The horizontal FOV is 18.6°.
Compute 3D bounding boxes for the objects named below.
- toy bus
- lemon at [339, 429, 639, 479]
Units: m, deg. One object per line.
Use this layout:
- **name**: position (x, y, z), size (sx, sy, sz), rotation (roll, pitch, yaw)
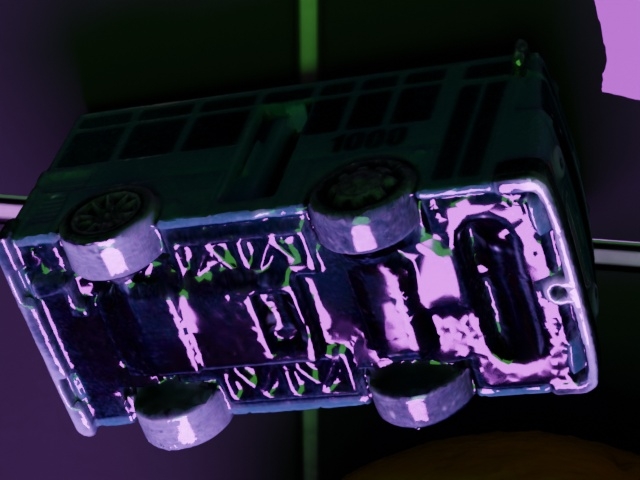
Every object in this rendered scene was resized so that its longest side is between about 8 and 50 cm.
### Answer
- **toy bus**: position (0.000, 0.000, 0.895), size (0.256, 0.147, 0.128), rotation (-7, 125, 19)
- **lemon**: position (0.102, 0.253, 0.952), size (0.348, 0.348, 0.348), rotation (4, 125, 6)
